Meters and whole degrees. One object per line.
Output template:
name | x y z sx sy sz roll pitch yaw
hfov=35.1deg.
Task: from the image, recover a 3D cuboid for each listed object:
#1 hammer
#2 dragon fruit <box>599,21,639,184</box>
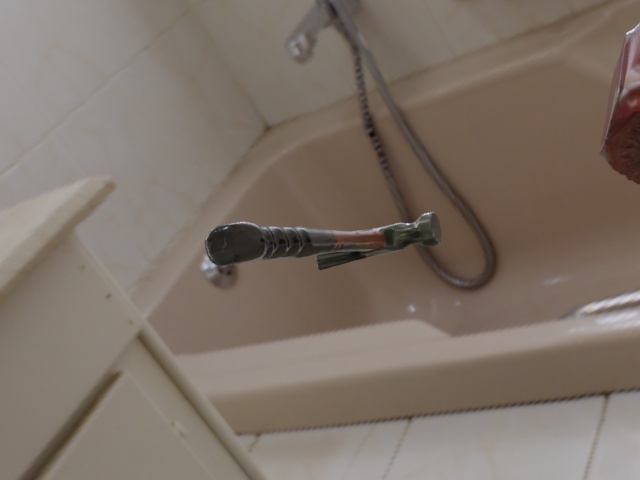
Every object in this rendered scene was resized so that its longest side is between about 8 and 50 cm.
hammer | 0.000 0.001 0.822 0.111 0.033 0.288 -13 -6 26
dragon fruit | 0.286 -0.127 0.733 0.189 0.163 0.261 -24 -19 -6
